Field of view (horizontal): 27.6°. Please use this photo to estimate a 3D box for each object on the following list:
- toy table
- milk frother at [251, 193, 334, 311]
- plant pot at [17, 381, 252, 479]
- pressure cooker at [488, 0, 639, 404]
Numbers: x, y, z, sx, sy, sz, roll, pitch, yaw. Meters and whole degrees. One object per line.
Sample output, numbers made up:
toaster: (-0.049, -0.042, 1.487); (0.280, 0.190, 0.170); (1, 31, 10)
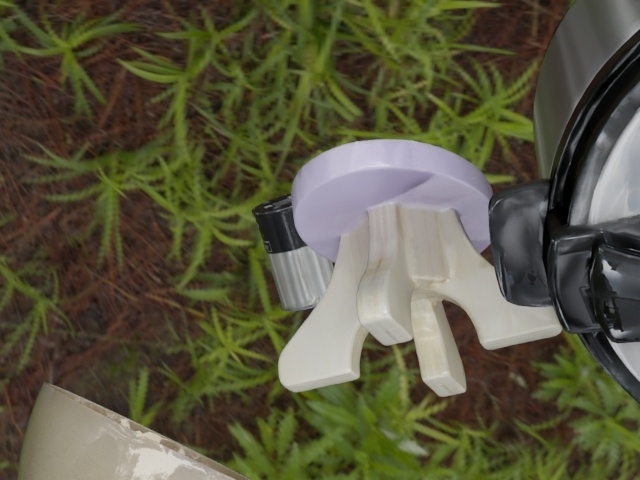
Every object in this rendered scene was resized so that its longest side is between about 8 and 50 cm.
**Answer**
toy table: (0.079, 0.034, 1.162); (0.274, 0.252, 0.160); (28, 50, -53)
milk frother: (0.000, 0.000, 1.666); (0.143, 0.129, 0.134); (-15, 103, 5)
plant pot: (-0.207, 0.296, 1.375); (0.284, 0.284, 0.191); (30, 80, -21)
pressure cooker: (0.350, -0.045, 0.968); (0.375, 0.420, 0.370); (36, 113, -8)
